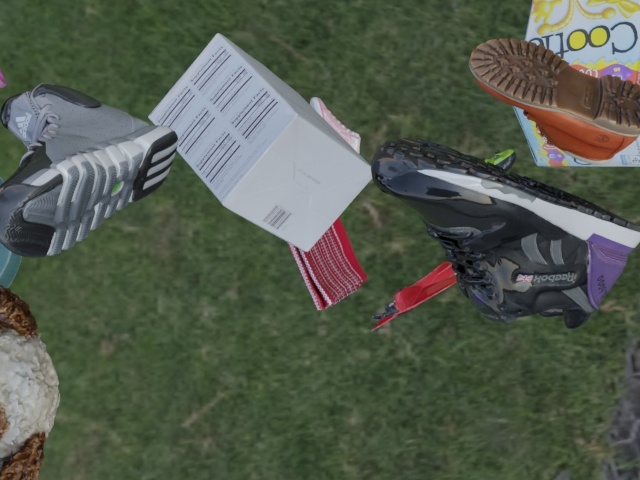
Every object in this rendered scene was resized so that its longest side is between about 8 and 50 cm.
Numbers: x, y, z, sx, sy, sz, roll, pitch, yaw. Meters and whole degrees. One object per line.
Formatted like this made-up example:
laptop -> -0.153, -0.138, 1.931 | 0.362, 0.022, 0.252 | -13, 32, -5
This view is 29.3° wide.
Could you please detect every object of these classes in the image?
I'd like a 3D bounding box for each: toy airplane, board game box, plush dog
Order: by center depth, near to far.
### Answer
plush dog -> -0.359, 0.160, 1.188 | 0.225, 0.210, 0.262 | -11, 84, 13
toy airplane -> 0.117, 0.054, 1.390 | 0.151, 0.151, 0.028 | -33, 86, 35
board game box -> 0.336, -0.242, 1.484 | 0.142, 0.144, 0.275 | 2, 63, 25

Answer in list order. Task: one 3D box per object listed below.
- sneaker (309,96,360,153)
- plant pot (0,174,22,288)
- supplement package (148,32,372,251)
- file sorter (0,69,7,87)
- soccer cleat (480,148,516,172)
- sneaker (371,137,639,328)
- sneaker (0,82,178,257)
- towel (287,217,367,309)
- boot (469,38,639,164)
sneaker -> 0.028, -0.191, 2.139 | 0.051, 0.070, 0.134 | 156, 97, -77
plant pot -> -0.457, -0.009, 1.368 | 0.196, 0.293, 0.293 | 7, 94, 40
supplement package -> -0.076, -0.125, 1.593 | 0.149, 0.194, 0.203 | -48, 52, 8
file sorter -> -0.477, -0.172, 1.152 | 0.291, 0.202, 0.182 | -32, 53, -1
soccer cleat -> 0.239, -0.067, 1.857 | 0.072, 0.060, 0.179 | 44, 114, -7
sneaker -> 0.148, 0.008, 1.010 | 0.107, 0.283, 0.124 | 36, 106, 54
sneaker -> -0.226, -0.066, 0.998 | 0.132, 0.229, 0.086 | 31, 117, 13
towel -> 0.000, 0.000, 1.925 | 0.031, 0.275, 0.199 | -24, 90, 14
boot -> 0.190, -0.111, 1.024 | 0.084, 0.158, 0.059 | 117, 175, -62
